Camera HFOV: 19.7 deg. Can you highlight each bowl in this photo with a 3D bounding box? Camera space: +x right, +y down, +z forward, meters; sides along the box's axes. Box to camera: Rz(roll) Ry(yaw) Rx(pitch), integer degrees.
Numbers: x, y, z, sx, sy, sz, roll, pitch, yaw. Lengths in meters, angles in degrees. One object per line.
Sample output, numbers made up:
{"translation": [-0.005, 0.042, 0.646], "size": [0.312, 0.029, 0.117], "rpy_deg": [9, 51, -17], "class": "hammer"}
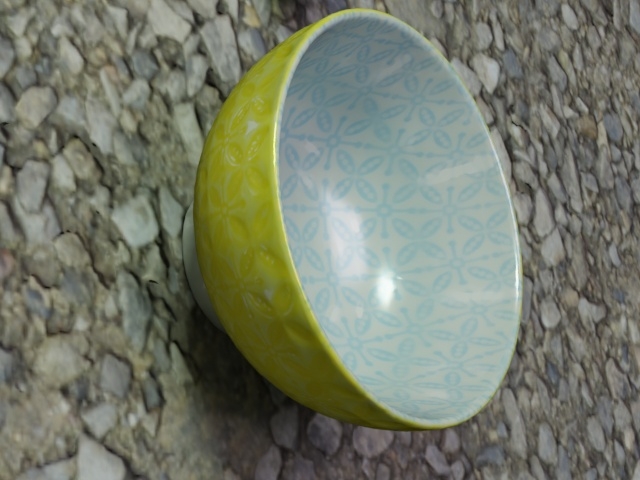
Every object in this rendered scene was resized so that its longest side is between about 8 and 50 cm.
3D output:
{"translation": [0.000, 0.000, 1.264], "size": [0.289, 0.156, 0.289], "rpy_deg": [25, 58, -48], "class": "bowl"}
